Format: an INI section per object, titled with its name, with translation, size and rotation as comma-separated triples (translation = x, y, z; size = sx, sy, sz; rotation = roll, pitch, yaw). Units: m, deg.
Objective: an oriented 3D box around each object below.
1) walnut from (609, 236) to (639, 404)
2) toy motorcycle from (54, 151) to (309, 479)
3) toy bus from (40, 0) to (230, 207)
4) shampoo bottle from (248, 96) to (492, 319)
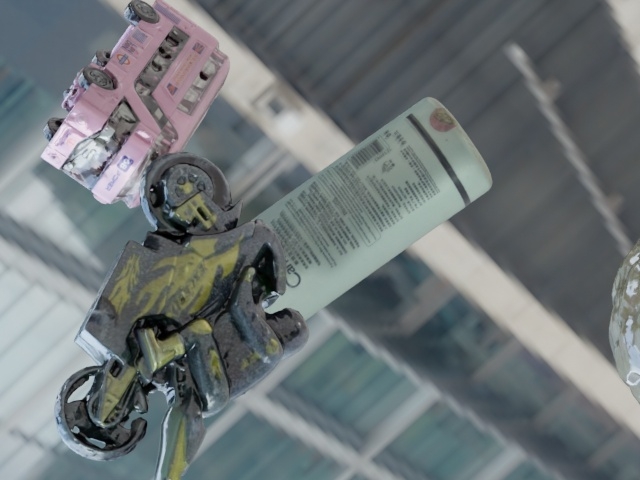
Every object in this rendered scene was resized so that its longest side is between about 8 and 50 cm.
[walnut]
translation = 0.231, 0.036, 0.924
size = 0.178, 0.230, 0.178
rotation = 14, -120, -25
[toy motorcycle]
translation = -0.069, 0.049, 1.102
size = 0.124, 0.193, 0.061
rotation = 24, 157, -10
[toy bus]
translation = -0.123, -0.098, 1.336
size = 0.090, 0.063, 0.203
rotation = 36, -150, -6
[shampoo bottle]
translation = 0.000, 0.000, 1.451
size = 0.085, 0.262, 0.085
rotation = 55, 178, 2
